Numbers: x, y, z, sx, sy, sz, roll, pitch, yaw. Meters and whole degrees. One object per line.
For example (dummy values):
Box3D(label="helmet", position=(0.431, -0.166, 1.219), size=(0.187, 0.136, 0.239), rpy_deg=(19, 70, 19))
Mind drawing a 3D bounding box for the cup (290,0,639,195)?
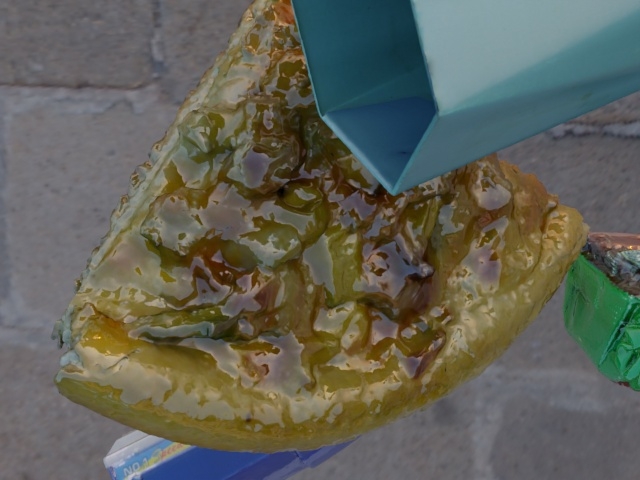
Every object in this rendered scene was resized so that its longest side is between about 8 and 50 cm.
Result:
Box3D(label="cup", position=(0.117, -0.129, 0.640), size=(0.235, 0.148, 0.134), rpy_deg=(-20, 75, -18))

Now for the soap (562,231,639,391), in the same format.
Box3D(label="soap", position=(0.348, 0.060, 1.079), size=(0.273, 0.218, 0.098), rpy_deg=(3, 105, -8))

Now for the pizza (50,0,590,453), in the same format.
Box3D(label="pizza", position=(0.017, 0.027, 0.744), size=(0.268, 0.087, 0.258), rpy_deg=(37, 74, -30))

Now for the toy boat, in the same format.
Box3D(label="toy boat", position=(-0.020, 0.129, 1.047), size=(0.295, 0.129, 0.088), rpy_deg=(-27, 69, -1))
